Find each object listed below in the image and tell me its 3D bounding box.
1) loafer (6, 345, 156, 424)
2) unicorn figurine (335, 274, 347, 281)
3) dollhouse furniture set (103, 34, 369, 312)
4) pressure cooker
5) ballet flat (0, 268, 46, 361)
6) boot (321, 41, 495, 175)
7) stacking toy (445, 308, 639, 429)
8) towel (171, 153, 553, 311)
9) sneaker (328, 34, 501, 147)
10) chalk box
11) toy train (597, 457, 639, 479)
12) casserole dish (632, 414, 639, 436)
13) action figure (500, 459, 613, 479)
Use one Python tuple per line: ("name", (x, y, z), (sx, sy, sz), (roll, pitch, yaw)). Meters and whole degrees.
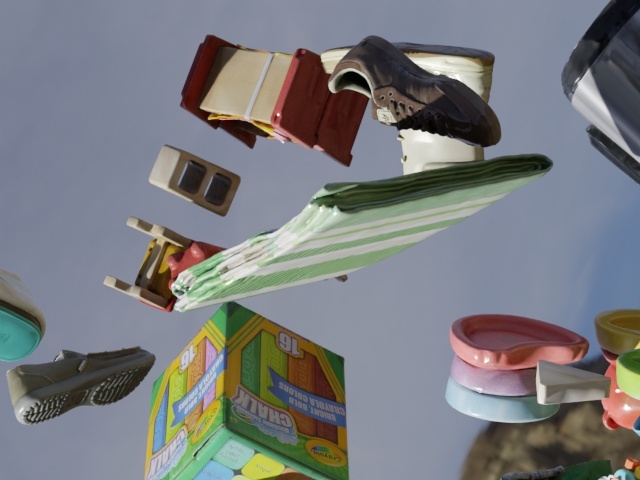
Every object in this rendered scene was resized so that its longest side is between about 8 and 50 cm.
("loafer", (-0.341, 0.186, 2.340), (0.251, 0.087, 0.094), (-12, -33, -48))
("unicorn figurine", (0.000, 0.000, 2.033), (0.060, 0.111, 0.162), (14, -61, -32))
("dollhouse furniture set", (-0.103, -0.070, 2.140), (0.152, 0.201, 0.374), (26, -96, -46))
("pressure cooker", (0.587, -0.200, 2.253), (0.370, 0.420, 0.375), (-41, -12, -16))
("ballet flat", (-0.521, 0.031, 2.102), (0.400, 0.139, 0.139), (34, -98, -40))
("boot", (0.095, -0.141, 1.874), (0.077, 0.213, 0.165), (-25, -62, -58))
("stacking toy", (0.303, 0.176, 1.824), (0.279, 0.308, 0.130), (-134, 45, -70))
("towel", (0.026, -0.009, 1.529), (0.247, 0.038, 0.325), (-11, -11, -32))
("sneaker", (0.088, -0.127, 1.577), (0.071, 0.188, 0.066), (-42, -36, -18))
("chalk box", (-0.086, 0.248, 1.917), (0.179, 0.180, 0.289), (-48, 26, 28))
("toy train", (0.338, 0.325, 1.812), (0.046, 0.166, 0.125), (8, -36, -34))
("casserole dish", (0.338, 0.126, 1.361), (0.114, 0.037, 0.188), (-21, 10, 46))
("action figure", (0.325, 0.359, 2.273), (0.063, 0.232, 0.137), (125, 143, -48))
